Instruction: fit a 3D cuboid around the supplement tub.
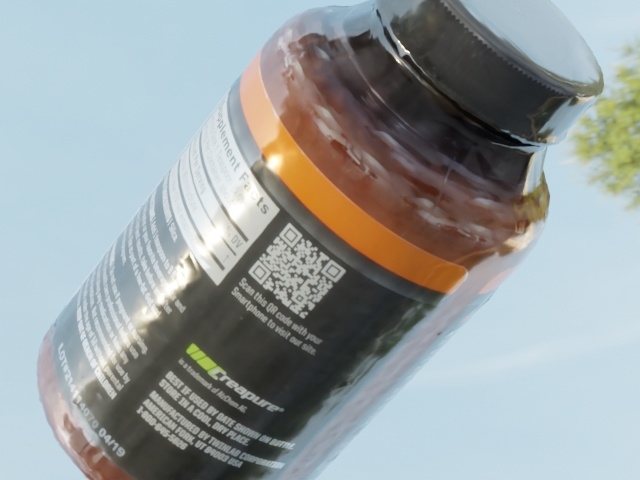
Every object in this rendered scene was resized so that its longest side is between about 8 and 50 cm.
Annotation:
[{"bbox_3d":[0.000,0.000,0.468,0.106,0.106,0.198,31,-61,-19],"label":"supplement tub"}]
